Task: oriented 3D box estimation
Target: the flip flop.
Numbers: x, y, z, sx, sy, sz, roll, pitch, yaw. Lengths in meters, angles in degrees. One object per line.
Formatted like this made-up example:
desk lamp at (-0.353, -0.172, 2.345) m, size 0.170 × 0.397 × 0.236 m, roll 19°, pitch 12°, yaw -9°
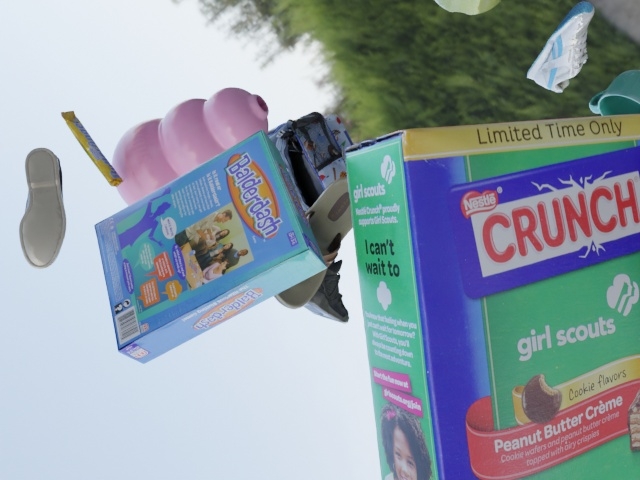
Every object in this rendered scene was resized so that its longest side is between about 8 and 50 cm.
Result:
flip flop at (0.000, 0.000, 1.312) m, size 0.112 × 0.277 × 0.080 m, roll 37°, pitch 174°, yaw -11°

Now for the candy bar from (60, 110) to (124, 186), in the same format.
candy bar at (-0.409, -0.164, 1.268) m, size 0.161 × 0.018 × 0.040 m, roll 55°, pitch -161°, yaw -5°

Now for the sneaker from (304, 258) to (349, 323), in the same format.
sneaker at (0.018, 0.098, 1.497) m, size 0.087 × 0.130 × 0.227 m, roll 13°, pitch 163°, yaw 32°

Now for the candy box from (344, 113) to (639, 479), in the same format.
candy box at (0.174, 0.062, 0.584) m, size 0.122 × 0.268 × 0.317 m, roll 174°, pitch 88°, yaw -67°

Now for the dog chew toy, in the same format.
dog chew toy at (-0.239, -0.174, 1.347) m, size 0.206 × 0.332 × 0.206 m, roll 45°, pitch -151°, yaw -33°

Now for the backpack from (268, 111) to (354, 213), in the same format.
backpack at (-0.028, -0.155, 1.674) m, size 0.276 × 0.213 × 0.263 m, roll -12°, pitch 102°, yaw 61°

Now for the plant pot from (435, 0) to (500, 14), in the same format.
plant pot at (0.342, -0.656, 1.568) m, size 0.254 × 0.276 × 0.276 m, roll 79°, pitch 165°, yaw -65°

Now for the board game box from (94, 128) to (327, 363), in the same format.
board game box at (-0.116, 0.005, 0.706) m, size 0.047 × 0.210 × 0.160 m, roll 49°, pitch -164°, yaw -55°

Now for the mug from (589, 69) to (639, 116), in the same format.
mug at (0.687, -0.319, 1.561) m, size 0.158 × 0.097 × 0.129 m, roll 33°, pitch 168°, yaw 24°

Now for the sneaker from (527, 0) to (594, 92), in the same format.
sneaker at (0.526, -0.408, 1.490) m, size 0.092 × 0.087 × 0.228 m, roll 35°, pitch 156°, yaw 9°

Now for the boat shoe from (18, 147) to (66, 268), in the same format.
boat shoe at (-0.465, -0.051, 1.197) m, size 0.065 × 0.075 × 0.206 m, roll 130°, pitch 136°, yaw -77°
